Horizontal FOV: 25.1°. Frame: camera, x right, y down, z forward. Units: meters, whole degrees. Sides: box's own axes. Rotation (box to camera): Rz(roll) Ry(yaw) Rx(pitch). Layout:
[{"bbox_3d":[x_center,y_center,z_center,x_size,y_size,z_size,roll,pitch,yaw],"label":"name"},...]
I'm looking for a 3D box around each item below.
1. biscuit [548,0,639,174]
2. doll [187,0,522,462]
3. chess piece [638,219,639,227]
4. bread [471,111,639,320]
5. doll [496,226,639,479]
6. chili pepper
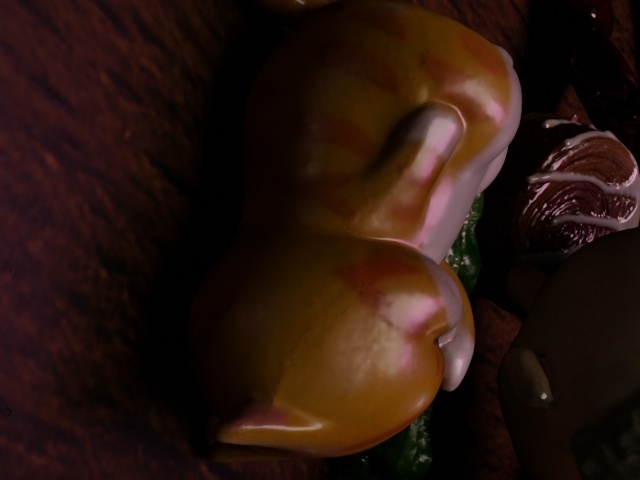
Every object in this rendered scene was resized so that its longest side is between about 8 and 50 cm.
[{"bbox_3d":[0.236,-0.128,1.157,0.151,0.063,0.235,46,20,-51],"label":"biscuit"},{"bbox_3d":[0.019,-0.007,0.792,0.167,0.162,0.270,74,25,-73],"label":"doll"},{"bbox_3d":[0.302,0.182,1.242,0.234,0.234,0.442,46,60,-53],"label":"chess piece"},{"bbox_3d":[0.173,-0.018,1.085,0.160,0.073,0.160,-14,113,-37],"label":"bread"},{"bbox_3d":[0.252,0.165,1.007,0.349,0.247,0.247,53,49,-22],"label":"doll"},{"bbox_3d":[0.062,0.051,0.954,0.100,0.074,0.257,-4,101,-61],"label":"chili pepper"}]
